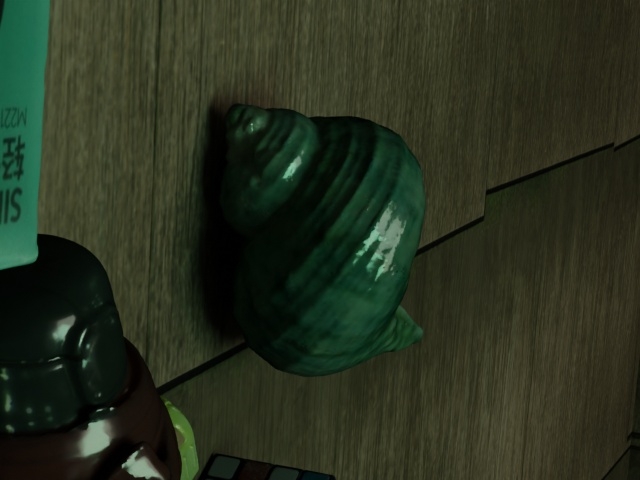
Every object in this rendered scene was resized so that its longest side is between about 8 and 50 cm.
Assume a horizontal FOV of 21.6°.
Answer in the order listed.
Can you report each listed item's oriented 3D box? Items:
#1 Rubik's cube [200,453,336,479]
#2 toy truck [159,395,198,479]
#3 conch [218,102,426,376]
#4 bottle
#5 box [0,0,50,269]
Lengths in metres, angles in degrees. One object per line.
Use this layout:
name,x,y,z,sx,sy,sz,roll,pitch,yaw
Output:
Rubik's cube,-0.040,0.213,1.132,0.092,0.092,0.092,-62,151,-42
toy truck,-0.101,0.164,0.945,0.077,0.100,0.169,-56,147,-52
conch,-0.003,-0.002,1.112,0.196,0.134,0.202,-133,-147,-63
bottle,-0.129,0.127,0.786,0.143,0.156,0.271,-45,143,-47
box,-0.188,-0.131,0.594,0.205,0.118,0.311,-12,109,-66
